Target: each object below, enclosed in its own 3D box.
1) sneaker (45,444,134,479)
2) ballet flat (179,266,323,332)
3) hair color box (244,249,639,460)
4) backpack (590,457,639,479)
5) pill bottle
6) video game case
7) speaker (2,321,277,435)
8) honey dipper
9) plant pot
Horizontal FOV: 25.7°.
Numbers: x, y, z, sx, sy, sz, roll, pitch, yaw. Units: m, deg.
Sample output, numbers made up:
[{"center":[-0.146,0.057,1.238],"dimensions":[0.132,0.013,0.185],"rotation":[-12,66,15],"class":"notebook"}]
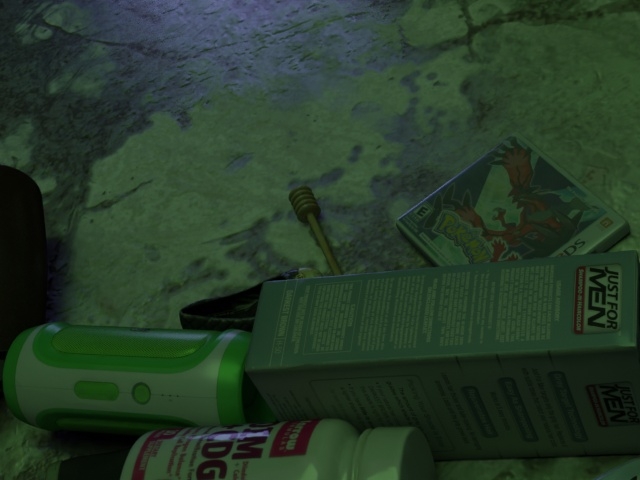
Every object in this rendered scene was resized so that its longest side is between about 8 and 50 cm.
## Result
[{"center":[-0.220,0.303,1.454],"dimensions":[0.118,0.083,0.222],"rotation":[-21,47,7],"class":"sneaker"},{"center":[-0.078,0.072,1.602],"dimensions":[0.173,0.049,0.057],"rotation":[-23,48,5],"class":"ballet flat"},{"center":[0.137,0.122,1.373],"dimensions":[0.374,0.185,0.114],"rotation":[-5,51,20],"class":"hair color box"},{"center":[0.239,0.323,1.114],"dimensions":[0.276,0.263,0.213],"rotation":[-25,42,3],"class":"backpack"},{"center":[-0.038,0.255,1.360],"dimensions":[0.283,0.160,0.160],"rotation":[-6,51,19],"class":"pill bottle"},{"center":[0.210,-0.016,1.564],"dimensions":[0.183,0.023,0.201],"rotation":[-36,47,-7],"class":"video game case"},{"center":[-0.194,0.154,1.532],"dimensions":[0.296,0.131,0.131],"rotation":[1,53,24],"class":"speaker"},{"center":[0.000,0.000,1.643],"dimensions":[0.030,0.030,0.161],"rotation":[-26,50,3],"class":"honey dipper"},{"center":[-0.415,0.062,1.677],"dimensions":[0.215,0.215,0.230],"rotation":[-23,61,5],"class":"plant pot"}]
